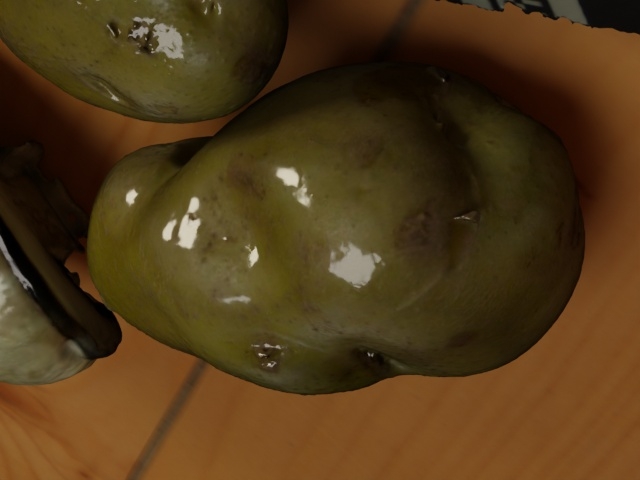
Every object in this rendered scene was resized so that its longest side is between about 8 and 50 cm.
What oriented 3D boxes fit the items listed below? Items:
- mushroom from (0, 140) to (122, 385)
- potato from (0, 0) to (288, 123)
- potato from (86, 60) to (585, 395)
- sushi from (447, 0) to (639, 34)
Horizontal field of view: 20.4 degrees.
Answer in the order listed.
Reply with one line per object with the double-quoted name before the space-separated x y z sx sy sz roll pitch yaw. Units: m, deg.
"mushroom" -0.274 0.001 1.278 0.164 0.189 0.267 -27 109 11
"potato" -0.125 -0.156 1.103 0.251 0.159 0.174 27 144 58
"potato" -0.002 -0.003 1.137 0.351 0.218 0.202 -10 85 36
"sushi" 0.088 -0.241 0.962 0.373 0.100 0.296 14 160 32
